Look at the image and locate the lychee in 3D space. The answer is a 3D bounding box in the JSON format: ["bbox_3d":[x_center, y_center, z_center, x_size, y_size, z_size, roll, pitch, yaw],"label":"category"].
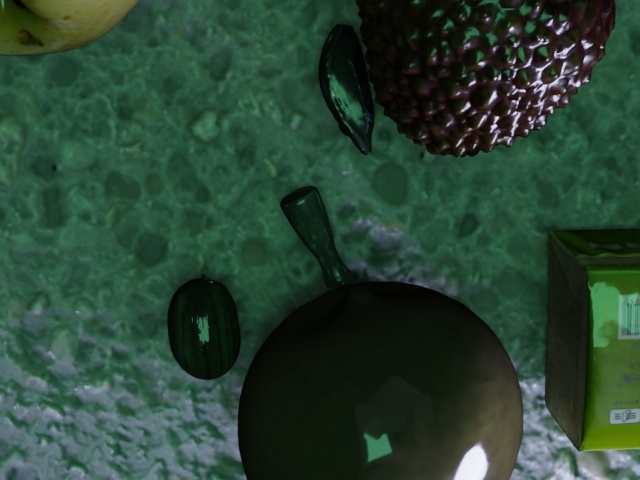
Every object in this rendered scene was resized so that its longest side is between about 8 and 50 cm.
[{"bbox_3d":[0.147,-0.199,1.287,0.271,0.271,0.271,-1,103,-5],"label":"lychee"}]

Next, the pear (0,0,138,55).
[{"bbox_3d":[-0.280,-0.313,1.186,0.309,0.309,0.309,-1,103,-5],"label":"pear"}]

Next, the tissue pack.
[{"bbox_3d":[0.383,0.097,1.408,0.274,0.167,0.200,-2,105,-6],"label":"tissue pack"}]

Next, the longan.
[{"bbox_3d":[0.058,0.173,1.330,0.297,0.297,0.297,-1,103,-5],"label":"longan"}]

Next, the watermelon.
[{"bbox_3d":[-0.120,0.089,1.402,0.078,0.078,0.111,-8,99,-4],"label":"watermelon"}]

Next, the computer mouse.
[{"bbox_3d":[0.025,-0.148,1.364,0.047,0.079,0.135,-12,102,13],"label":"computer mouse"}]

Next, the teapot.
[{"bbox_3d":[0.000,0.000,1.413,0.042,0.043,0.111,-26,107,1],"label":"teapot"}]
